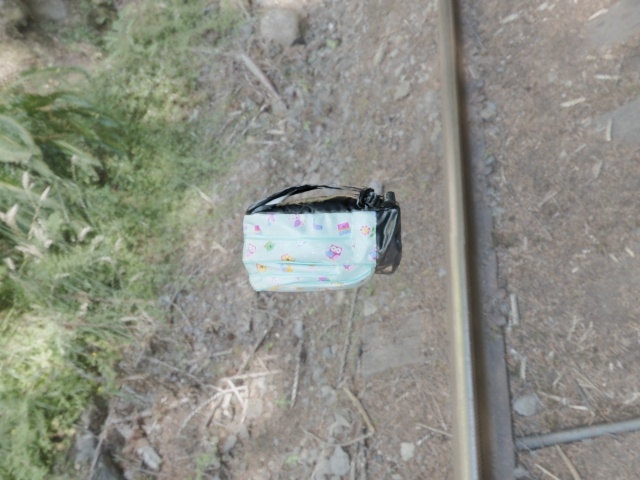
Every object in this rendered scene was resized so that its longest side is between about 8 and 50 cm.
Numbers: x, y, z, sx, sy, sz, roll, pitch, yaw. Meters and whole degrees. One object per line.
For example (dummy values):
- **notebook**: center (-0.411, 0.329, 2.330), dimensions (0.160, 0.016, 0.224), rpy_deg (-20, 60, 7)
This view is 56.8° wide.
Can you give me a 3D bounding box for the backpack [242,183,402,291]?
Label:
- **backpack**: center (0.000, 0.000, 0.676), dimensions (0.182, 0.152, 0.115), rpy_deg (-3, 85, 5)
